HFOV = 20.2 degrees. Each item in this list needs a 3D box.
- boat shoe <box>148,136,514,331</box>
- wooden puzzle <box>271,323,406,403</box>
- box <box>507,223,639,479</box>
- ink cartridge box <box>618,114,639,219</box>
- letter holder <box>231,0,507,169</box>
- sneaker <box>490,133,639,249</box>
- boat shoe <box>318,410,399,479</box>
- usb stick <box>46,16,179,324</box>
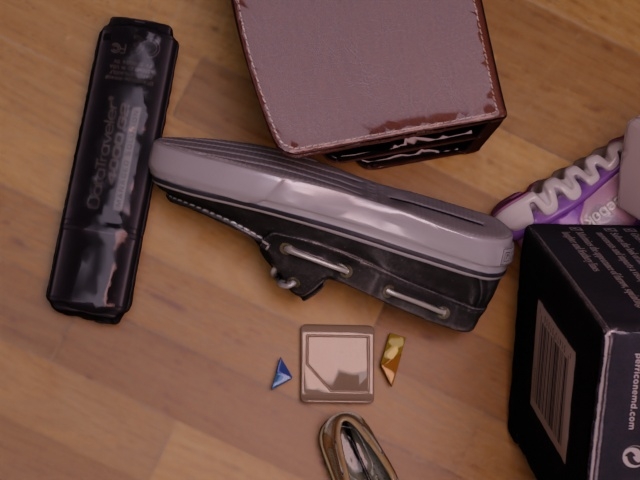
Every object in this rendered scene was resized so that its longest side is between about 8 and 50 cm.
[{"bbox_3d":[0.000,0.000,1.593,0.335,0.121,0.119,18,105,3],"label":"boat shoe"},{"bbox_3d":[0.016,0.112,1.635,0.116,0.014,0.078,8,77,-5],"label":"wooden puzzle"},{"bbox_3d":[0.382,0.125,1.504,0.395,0.293,0.212,1,106,-6],"label":"box"},{"bbox_3d":[0.373,-0.040,1.519,0.159,0.218,0.092,-3,111,-20],"label":"ink cartridge box"},{"bbox_3d":[0.023,-0.220,1.616,0.214,0.152,0.302,-11,83,-6],"label":"letter holder"},{"bbox_3d":[0.277,-0.038,1.649,0.236,0.095,0.104,-29,91,-4],"label":"sneaker"},{"bbox_3d":[0.054,0.240,1.589,0.068,0.072,0.190,-31,86,-10],"label":"boat shoe"},{"bbox_3d":[-0.186,-0.064,1.623,0.077,0.045,0.278,9,81,2],"label":"usb stick"}]
